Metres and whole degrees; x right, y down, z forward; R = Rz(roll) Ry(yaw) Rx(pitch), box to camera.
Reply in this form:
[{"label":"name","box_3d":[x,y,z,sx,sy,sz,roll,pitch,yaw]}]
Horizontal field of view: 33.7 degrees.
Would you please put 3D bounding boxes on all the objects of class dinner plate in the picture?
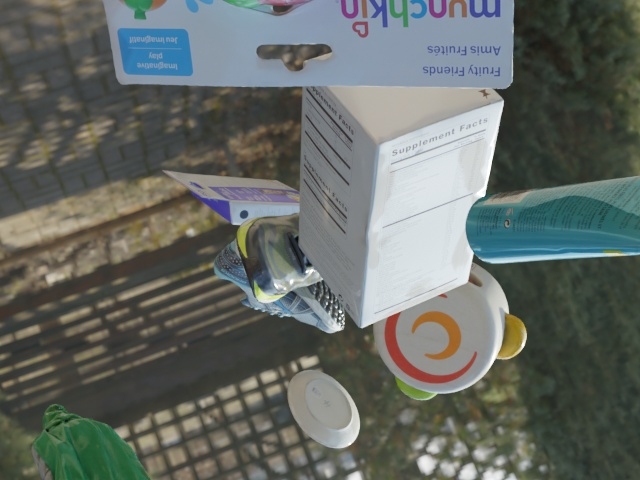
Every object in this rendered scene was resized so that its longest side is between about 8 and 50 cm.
[{"label":"dinner plate","box_3d":[0.009,0.266,1.694,0.141,0.141,0.017,-9,150,-49]}]

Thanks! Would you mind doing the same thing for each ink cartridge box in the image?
[{"label":"ink cartridge box","box_3d":[-0.129,-0.067,1.689,0.208,0.045,0.206,4,-167,-26]}]

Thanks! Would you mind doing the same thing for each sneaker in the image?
[{"label":"sneaker","box_3d":[-0.068,0.078,1.821,0.122,0.110,0.283,-30,129,26]},{"label":"sneaker","box_3d":[0.000,0.000,1.344,0.121,0.111,0.300,-18,-178,31]}]

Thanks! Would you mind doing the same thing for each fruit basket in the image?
[{"label":"fruit basket","box_3d":[-0.030,-0.270,0.734,0.326,0.353,0.165,4,-156,15]}]

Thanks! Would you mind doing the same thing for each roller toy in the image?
[{"label":"roller toy","box_3d":[0.190,0.124,1.621,0.209,0.191,0.146,-26,-177,23]}]

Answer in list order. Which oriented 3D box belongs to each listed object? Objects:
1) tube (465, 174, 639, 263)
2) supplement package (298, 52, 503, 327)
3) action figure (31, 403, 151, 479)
[{"label":"tube","box_3d":[0.178,-0.015,0.703,0.080,0.052,0.207,-52,-160,-21]},{"label":"supplement package","box_3d":[0.069,-0.060,1.022,0.139,0.134,0.244,-21,140,-22]},{"label":"action figure","box_3d":[-0.182,0.217,0.883,0.137,0.232,0.064,0,124,-38]}]
